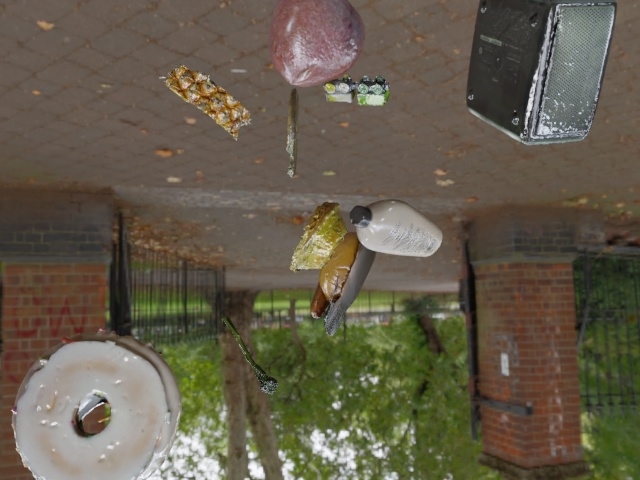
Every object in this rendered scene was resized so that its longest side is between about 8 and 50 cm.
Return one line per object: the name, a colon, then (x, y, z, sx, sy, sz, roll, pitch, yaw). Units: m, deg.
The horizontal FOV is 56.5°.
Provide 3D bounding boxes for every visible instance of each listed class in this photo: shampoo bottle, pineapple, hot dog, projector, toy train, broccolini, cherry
shampoo bottle: (0.159, -0.025, 1.275, 0.256, 0.078, 0.127, 16, 123, -45)
pineapple: (-0.269, -0.334, 1.397, 0.233, 0.080, 0.135, 32, 174, -8)
hot dog: (0.049, 0.088, 1.695, 0.107, 0.326, 0.194, 22, 156, 26)
projector: (0.619, -0.531, 1.742, 0.241, 0.406, 0.395, -5, -152, -12)
toy train: (0.104, -0.435, 1.730, 0.202, 0.060, 0.081, 7, 139, 22)
broccolini: (-0.172, 0.272, 1.416, 0.044, 0.218, 0.042, -44, 159, 14)
cherry: (-0.015, -0.530, 1.545, 0.221, 0.308, 0.261, 16, 163, 47)

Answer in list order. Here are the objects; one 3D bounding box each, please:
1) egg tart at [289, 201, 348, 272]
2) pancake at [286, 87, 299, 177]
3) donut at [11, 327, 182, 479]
egg tart: (0.001, 0.001, 1.482, 0.090, 0.213, 0.212, 33, 177, 9)
pancake: (-0.089, -0.339, 1.894, 0.033, 0.286, 0.288, 4, -159, -1)
donut: (-0.509, 0.396, 1.379, 0.382, 0.383, 0.142, -1, 173, -7)
